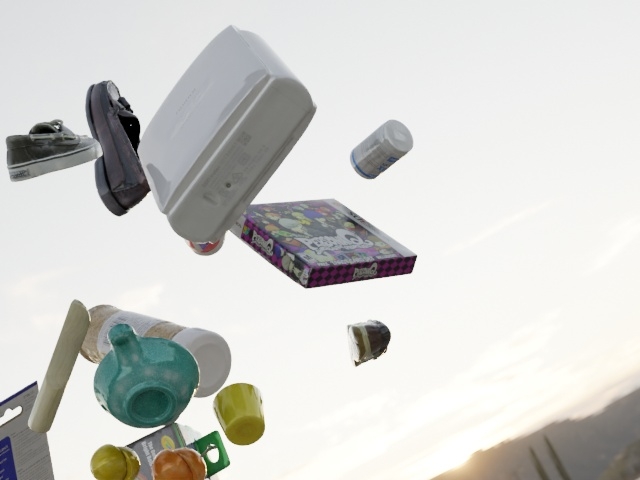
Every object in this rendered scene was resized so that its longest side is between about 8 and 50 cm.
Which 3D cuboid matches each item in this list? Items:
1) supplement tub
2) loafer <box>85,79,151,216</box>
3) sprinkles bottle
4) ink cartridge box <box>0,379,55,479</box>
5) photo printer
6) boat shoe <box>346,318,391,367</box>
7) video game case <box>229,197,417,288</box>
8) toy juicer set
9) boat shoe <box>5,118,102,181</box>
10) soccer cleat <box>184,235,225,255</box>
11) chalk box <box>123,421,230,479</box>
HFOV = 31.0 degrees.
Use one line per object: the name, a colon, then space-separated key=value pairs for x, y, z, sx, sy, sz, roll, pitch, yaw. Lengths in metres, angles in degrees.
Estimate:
supplement tub: x=0.108 y=-0.161 z=2.065 sx=0.071 sy=0.071 sz=0.107 roll=-9 pitch=-19 yaw=-41
loafer: x=-0.342 y=-0.174 z=2.024 sx=0.095 sy=0.302 sz=0.109 roll=-26 pitch=-40 yaw=14
sprinkles bottle: x=-0.315 y=0.199 z=2.136 sx=0.121 sy=0.121 sz=0.355 roll=-10 pitch=12 yaw=-41
ink cartridge box: x=-0.564 y=0.454 z=2.110 sx=0.069 sy=0.371 sz=0.176 roll=6 pitch=20 yaw=27
photo printer: x=-0.141 y=-0.161 z=1.597 sx=0.107 sy=0.307 sz=0.256 roll=33 pitch=-78 yaw=-27
boat shoe: x=0.088 y=0.180 z=2.057 sx=0.073 sy=0.080 sz=0.223 roll=-10 pitch=-7 yaw=-3
video game case: x=0.000 y=0.000 z=1.790 sx=0.232 sy=0.210 sz=0.042 roll=-6 pitch=-59 yaw=-42
toy juicer set: x=-0.244 y=0.208 z=1.468 sx=0.329 sy=0.089 sz=0.209 roll=35 pitch=-74 yaw=-31
boat shoe: x=-0.372 y=-0.135 z=1.625 sx=0.078 sy=0.070 sz=0.219 roll=-10 pitch=9 yaw=14
soccer cleat: x=-0.258 y=-0.130 z=2.535 sx=0.109 sy=0.318 sz=0.116 roll=-3 pitch=-16 yaw=10
chalk box: x=-0.253 y=0.398 z=1.972 sx=0.213 sy=0.132 sz=0.132 roll=-26 pitch=-22 yaw=5
